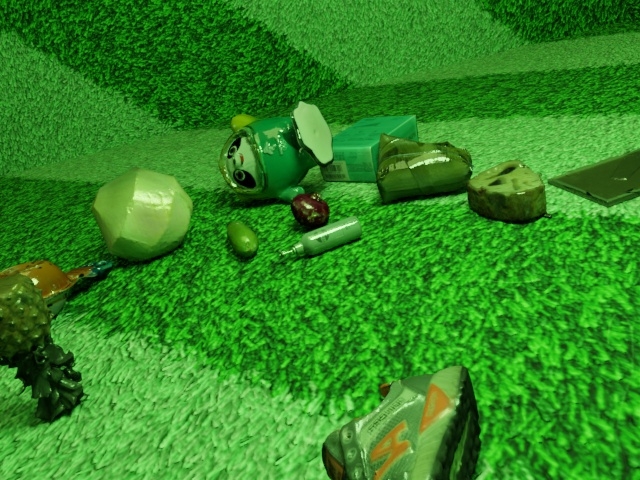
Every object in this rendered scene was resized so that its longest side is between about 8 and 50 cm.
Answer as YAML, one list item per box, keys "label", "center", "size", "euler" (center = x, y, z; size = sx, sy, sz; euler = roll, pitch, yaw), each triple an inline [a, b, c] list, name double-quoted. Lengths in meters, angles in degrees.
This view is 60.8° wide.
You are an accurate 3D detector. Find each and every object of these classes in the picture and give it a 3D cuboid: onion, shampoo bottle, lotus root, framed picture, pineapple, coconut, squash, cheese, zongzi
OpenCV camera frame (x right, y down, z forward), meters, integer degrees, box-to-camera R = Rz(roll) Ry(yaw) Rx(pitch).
- label: "onion"
  center: [-0.024, -0.080, 1.393]
  size: [0.107, 0.097, 0.107]
  euler: [27, 25, -14]
- label: "shampoo bottle"
  center: [0.000, 0.000, 1.260]
  size: [0.195, 0.056, 0.056]
  euler: [-22, 26, -16]
- label: "lotus root"
  center: [0.431, -0.119, 1.276]
  size: [0.170, 0.074, 0.260]
  euler: [-15, 24, 4]
- label: "framed picture"
  center: [0.710, -0.155, 1.269]
  size: [0.281, 0.019, 0.209]
  euler: [-17, 25, -8]
- label: "pineapple"
  center: [-0.479, 0.180, 0.894]
  size: [0.128, 0.248, 0.128]
  euler: [-17, 21, 7]
- label: "coconut"
  center: [-0.481, -0.072, 1.461]
  size: [0.259, 0.259, 0.259]
  euler: [-11, 25, 5]
- label: "squash"
  center: [-0.200, -0.010, 1.375]
  size: [0.066, 0.066, 0.201]
  euler: [-19, 22, -12]
- label: "cheese"
  center: [-0.643, 0.107, 1.280]
  size: [0.217, 0.129, 0.329]
  euler: [-2, 15, 30]
- label: "zongzi"
  center: [0.277, -0.230, 1.471]
  size: [0.251, 0.125, 0.274]
  euler: [-6, 41, 13]

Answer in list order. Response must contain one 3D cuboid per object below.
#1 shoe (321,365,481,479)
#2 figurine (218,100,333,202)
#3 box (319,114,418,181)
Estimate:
- label: "shoe"
  center: [0.068, 0.261, 0.597]
  size: [0.171, 0.132, 0.336]
  euler: [-6, 23, 27]
- label: "figurine"
  center: [-0.144, -0.251, 1.616]
  size: [0.340, 0.323, 0.231]
  euler: [-19, -4, 32]
- label: "box"
  center: [0.157, -0.294, 1.729]
  size: [0.205, 0.118, 0.311]
  euler: [7, 32, 34]
